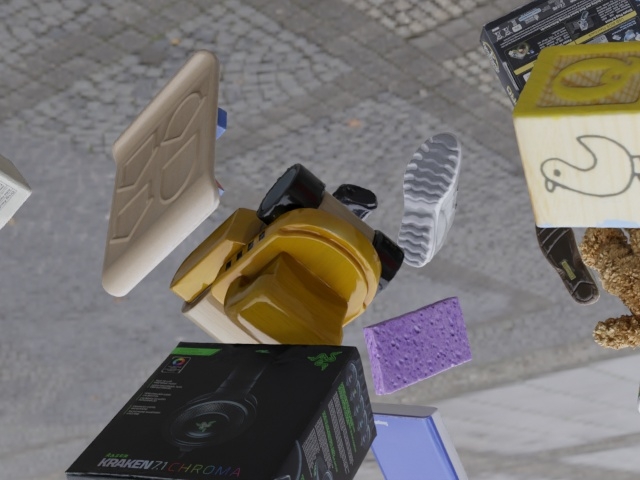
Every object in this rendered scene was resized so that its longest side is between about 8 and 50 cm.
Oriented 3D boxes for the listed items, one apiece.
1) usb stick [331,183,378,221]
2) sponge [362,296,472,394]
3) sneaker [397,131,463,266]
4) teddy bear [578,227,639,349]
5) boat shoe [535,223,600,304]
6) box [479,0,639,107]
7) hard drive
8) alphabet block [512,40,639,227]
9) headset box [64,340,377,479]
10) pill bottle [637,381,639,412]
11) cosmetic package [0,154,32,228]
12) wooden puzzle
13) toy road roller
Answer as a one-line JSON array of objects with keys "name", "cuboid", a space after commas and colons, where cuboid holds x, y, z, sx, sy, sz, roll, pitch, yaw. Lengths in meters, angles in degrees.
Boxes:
[{"name": "usb stick", "cuboid": [0.000, 0.000, 1.785, 0.077, 0.045, 0.278, 11, 142, -26]}, {"name": "sponge", "cuboid": [0.168, 0.178, 1.881, 0.210, 0.117, 0.031, -16, -175, -36]}, {"name": "sneaker", "cuboid": [0.226, -0.090, 2.211, 0.105, 0.281, 0.115, 26, -154, 24]}, {"name": "teddy bear", "cuboid": [0.521, 0.064, 1.712, 0.245, 0.338, 0.113, -25, 143, 29]}, {"name": "boat shoe", "cuboid": [0.448, 0.029, 1.984, 0.068, 0.190, 0.072, -27, 171, 26]}, {"name": "box", "cuboid": [0.513, -0.301, 1.839, 0.395, 0.318, 0.097, -27, 172, 1]}, {"name": "hard drive", "cuboid": [0.203, 0.464, 2.132, 0.040, 0.318, 0.210, -35, -162, -36]}, {"name": "alphabet block", "cuboid": [0.398, -0.151, 1.555, 0.192, 0.193, 0.197, -1, 129, 27]}, {"name": "headset box", "cuboid": [-0.096, 0.232, 1.233, 0.246, 0.131, 0.283, -1, -154, 25]}, {"name": "pill bottle", "cuboid": [0.669, 0.238, 2.073, 0.118, 0.208, 0.117, 13, 144, 10]}, {"name": "cosmetic package", "cuboid": [-0.680, -0.129, 1.929, 0.153, 0.129, 0.296, -47, 136, 3]}, {"name": "wooden puzzle", "cuboid": [-0.257, -0.111, 1.885, 0.080, 0.348, 0.322, 24, 132, -32]}, {"name": "toy road roller", "cuboid": [-0.062, 0.079, 1.466, 0.202, 0.240, 0.329, 40, 126, -15]}]
